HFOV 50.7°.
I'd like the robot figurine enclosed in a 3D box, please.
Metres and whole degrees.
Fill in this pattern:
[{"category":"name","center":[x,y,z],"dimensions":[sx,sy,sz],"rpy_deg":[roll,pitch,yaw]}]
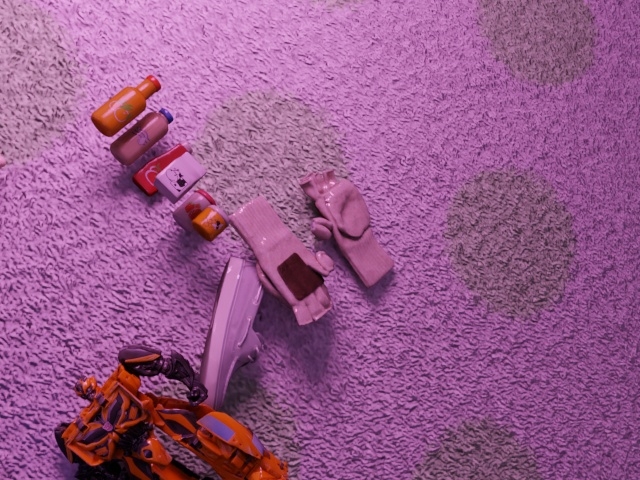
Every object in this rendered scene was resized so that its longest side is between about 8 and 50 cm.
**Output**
[{"category":"robot figurine","center":[-0.194,0.269,0.864],"dimensions":[0.291,0.085,0.211],"rpy_deg":[38,94,-10]}]

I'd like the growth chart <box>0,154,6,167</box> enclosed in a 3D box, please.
[{"category":"growth chart","center":[-0.543,-0.152,0.854],"dimensions":[0.237,0.021,0.172],"rpy_deg":[-12,66,-30]}]

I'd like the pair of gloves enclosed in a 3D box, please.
[{"category":"pair of gloves","center":[0.000,0.000,1.019],"dimensions":[0.240,0.042,0.204],"rpy_deg":[-28,88,-39]}]

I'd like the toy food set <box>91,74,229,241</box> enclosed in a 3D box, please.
[{"category":"toy food set","center":[-0.203,-0.111,0.955],"dimensions":[0.232,0.111,0.104],"rpy_deg":[45,69,-4]}]

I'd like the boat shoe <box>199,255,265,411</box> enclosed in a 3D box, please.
[{"category":"boat shoe","center":[-0.117,0.136,0.955],"dimensions":[0.081,0.079,0.228],"rpy_deg":[15,71,-13]}]
